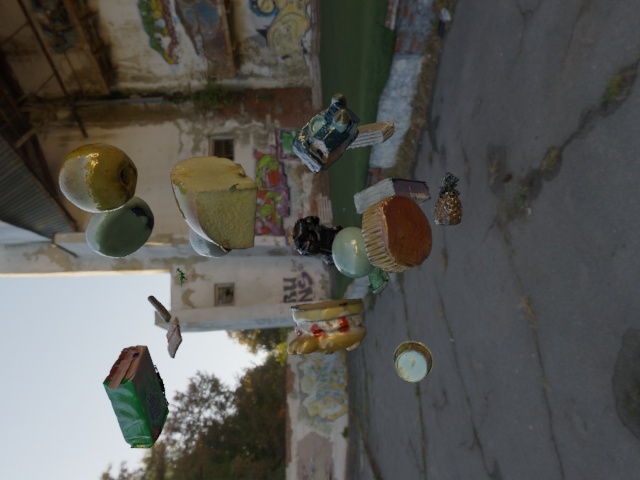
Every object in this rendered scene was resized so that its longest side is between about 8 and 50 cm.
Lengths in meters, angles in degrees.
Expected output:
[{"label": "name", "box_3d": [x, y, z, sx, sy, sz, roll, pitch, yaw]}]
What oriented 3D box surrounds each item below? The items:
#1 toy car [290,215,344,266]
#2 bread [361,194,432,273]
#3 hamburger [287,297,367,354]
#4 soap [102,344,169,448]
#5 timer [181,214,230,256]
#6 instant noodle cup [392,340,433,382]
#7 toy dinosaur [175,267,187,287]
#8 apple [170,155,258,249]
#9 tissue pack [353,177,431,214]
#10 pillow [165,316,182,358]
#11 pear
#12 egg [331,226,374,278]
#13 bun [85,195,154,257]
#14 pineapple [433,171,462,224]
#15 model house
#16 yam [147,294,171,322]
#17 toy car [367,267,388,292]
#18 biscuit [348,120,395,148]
[{"label": "toy car", "box_3d": [-0.002, 0.000, 1.943, 0.118, 0.301, 0.193, -25, 53, 51]}, {"label": "bread", "box_3d": [0.200, -0.017, 1.079, 0.104, 0.199, 0.199, -27, 63, 56]}, {"label": "hamburger", "box_3d": [0.022, 0.313, 1.505, 0.302, 0.261, 0.186, 3, -100, -51]}, {"label": "soap", "box_3d": [-0.545, 0.464, 1.248, 0.218, 0.098, 0.273, -92, -5, -66]}, {"label": "timer", "box_3d": [-0.440, -0.052, 1.685, 0.233, 0.240, 0.233, 7, -90, -67]}, {"label": "instant noodle cup", "box_3d": [0.403, 0.540, 1.850, 0.144, 0.182, 0.182, 22, -117, -74]}, {"label": "toy dinosaur", "box_3d": [-0.602, 0.156, 1.810, 0.062, 0.021, 0.083, 57, -160, -33]}, {"label": "apple", "box_3d": [-0.323, -0.140, 1.340, 0.314, 0.252, 0.309, 46, 176, -40]}, {"label": "tissue pack", "box_3d": [0.361, -0.213, 2.078, 0.242, 0.343, 0.125, -25, 77, 41]}, {"label": "pillow", "box_3d": [-0.746, 0.490, 2.142, 0.126, 0.043, 0.232, -60, 30, 5]}, {"label": "pear", "box_3d": [-0.650, -0.181, 1.229, 0.209, 0.209, 0.209, 176, 90, -88]}, {"label": "egg", "box_3d": [0.112, 0.038, 1.396, 0.192, 0.149, 0.149, -102, 7, -46]}, {"label": "bun", "box_3d": [-0.870, -0.077, 1.796, 0.187, 0.293, 0.293, 35, 150, 26]}, {"label": "pineapple", "box_3d": [0.464, -0.150, 1.524, 0.108, 0.108, 0.198, -145, 58, -88]}, {"label": "model house", "box_3d": [0.040, -0.420, 1.536, 0.184, 0.253, 0.291, 46, 163, 1]}, {"label": "yam", "box_3d": [-0.543, 0.228, 1.419, 0.145, 0.032, 0.032, 30, 136, 39]}, {"label": "toy car", "box_3d": [0.266, 0.152, 1.938, 0.076, 0.090, 0.224, 34, -150, -29]}, {"label": "biscuit", "box_3d": [0.159, -0.507, 2.075, 0.144, 0.426, 0.078, -44, -57, -40]}]
